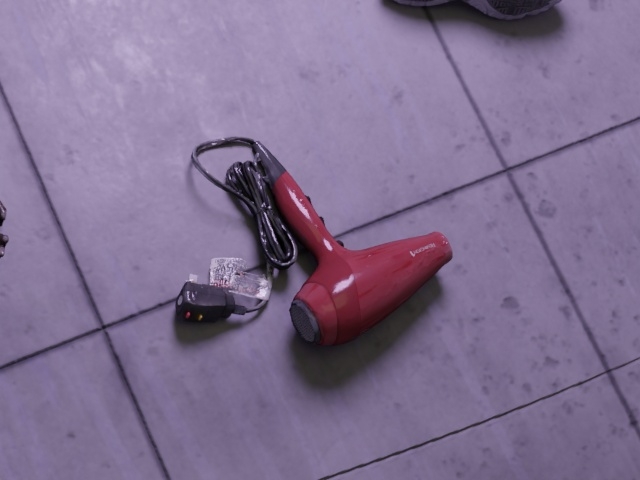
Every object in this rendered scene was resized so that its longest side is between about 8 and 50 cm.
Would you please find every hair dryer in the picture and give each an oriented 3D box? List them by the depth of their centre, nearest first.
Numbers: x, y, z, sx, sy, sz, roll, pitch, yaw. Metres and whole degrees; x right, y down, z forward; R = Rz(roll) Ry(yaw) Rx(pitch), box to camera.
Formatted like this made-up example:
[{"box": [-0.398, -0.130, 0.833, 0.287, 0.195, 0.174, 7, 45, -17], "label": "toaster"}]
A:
[{"box": [0.000, 0.000, 1.326, 0.293, 0.080, 0.224, 12, 69, -12], "label": "hair dryer"}]

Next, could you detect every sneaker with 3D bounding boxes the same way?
[{"box": [0.186, -0.333, 1.484, 0.232, 0.090, 0.115, 7, 67, -14], "label": "sneaker"}]

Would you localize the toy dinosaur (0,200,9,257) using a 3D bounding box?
[{"box": [-0.386, 0.001, 1.198, 0.160, 0.121, 0.314, 19, 72, -23], "label": "toy dinosaur"}]
